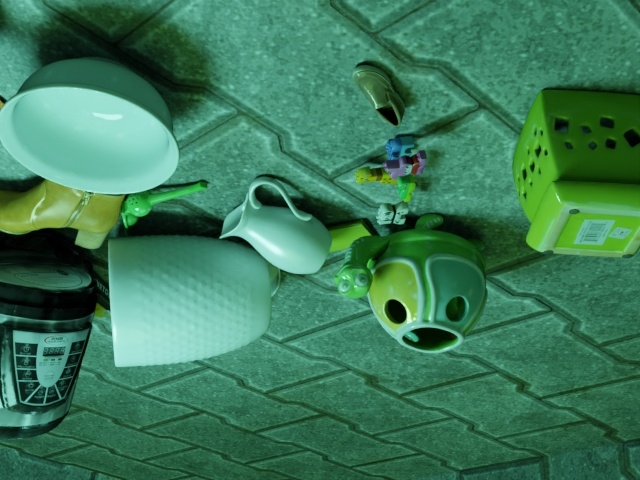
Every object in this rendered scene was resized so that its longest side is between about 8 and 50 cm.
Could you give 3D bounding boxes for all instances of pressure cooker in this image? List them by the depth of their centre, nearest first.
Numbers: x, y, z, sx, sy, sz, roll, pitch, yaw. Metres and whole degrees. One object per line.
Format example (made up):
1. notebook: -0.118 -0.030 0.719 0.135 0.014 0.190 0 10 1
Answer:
1. pressure cooker: -0.681 0.170 1.956 0.376 0.420 0.370 15 -172 -10

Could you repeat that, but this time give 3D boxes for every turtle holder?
1. turtle holder: 0.203 0.089 1.863 0.243 0.227 0.320 -16 144 26

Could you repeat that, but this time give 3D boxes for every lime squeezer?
1. lime squeezer: -0.365 -0.066 1.874 0.110 0.058 0.310 -13 168 -45

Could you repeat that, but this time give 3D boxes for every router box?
1. router box: -0.584 0.132 2.242 0.133 0.046 0.179 -5 149 15

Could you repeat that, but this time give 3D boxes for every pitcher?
1. pitcher: -0.073 -0.030 1.828 0.207 0.125 0.177 26 131 -13

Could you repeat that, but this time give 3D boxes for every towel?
1. towel: 0.000 0.000 1.959 0.237 0.021 0.102 -10 153 23

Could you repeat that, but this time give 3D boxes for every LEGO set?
1. LEGO set: 0.118 -0.115 1.662 0.093 0.087 0.227 -7 152 -10

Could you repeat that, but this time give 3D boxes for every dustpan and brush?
1. dustpan and brush: -0.160 0.120 2.146 0.147 0.060 0.211 1 150 6

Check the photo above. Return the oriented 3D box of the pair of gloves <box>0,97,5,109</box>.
1. pair of gloves: -0.592 -0.234 1.632 0.083 0.010 0.074 -4 150 17

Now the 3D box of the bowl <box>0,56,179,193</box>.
1. bowl: -0.373 -0.210 1.520 0.298 0.134 0.297 4 150 2

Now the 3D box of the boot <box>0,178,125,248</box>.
1. boot: -0.540 -0.096 1.805 0.295 0.104 0.211 17 138 -14

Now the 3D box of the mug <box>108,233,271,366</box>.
1. mug: -0.285 0.151 1.991 0.328 0.276 0.374 -3 143 -11

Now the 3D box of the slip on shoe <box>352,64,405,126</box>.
1. slip on shoe: 0.097 -0.237 1.500 0.052 0.041 0.135 -12 147 26

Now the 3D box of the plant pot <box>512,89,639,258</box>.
1. plant pot: 0.455 -0.099 1.529 0.227 0.207 0.228 4 152 1
